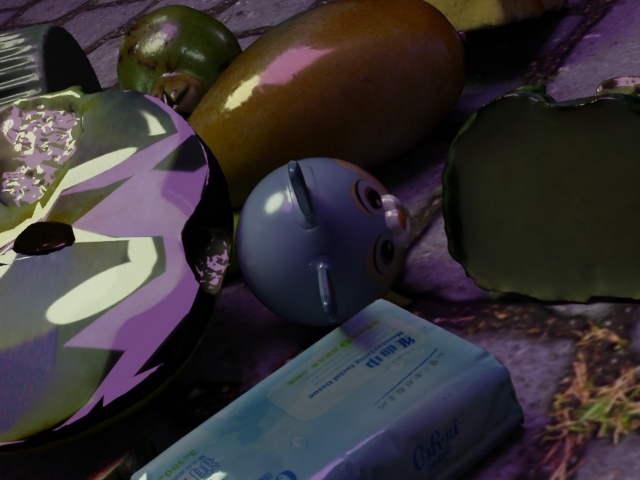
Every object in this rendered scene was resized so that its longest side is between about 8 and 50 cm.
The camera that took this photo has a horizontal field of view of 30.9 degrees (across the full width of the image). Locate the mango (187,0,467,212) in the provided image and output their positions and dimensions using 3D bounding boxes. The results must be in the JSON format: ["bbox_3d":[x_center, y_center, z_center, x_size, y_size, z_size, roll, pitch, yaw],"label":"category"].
[{"bbox_3d":[-0.005,-0.156,1.327,0.384,0.199,0.221,-30,19,-4],"label":"mango"}]

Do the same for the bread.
[{"bbox_3d":[0.152,-0.350,1.505,0.236,0.198,0.263,-14,8,34],"label":"bread"}]

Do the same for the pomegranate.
[{"bbox_3d":[-0.228,-0.252,1.719,0.189,0.159,0.241,-2,39,37],"label":"pomegranate"}]

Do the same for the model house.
[{"bbox_3d":[0.232,-0.072,1.016,0.214,0.195,0.189,0,28,34],"label":"model house"}]

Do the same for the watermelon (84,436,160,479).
[{"bbox_3d":[-0.207,0.237,0.945,0.119,0.063,0.245,-13,27,48],"label":"watermelon"}]

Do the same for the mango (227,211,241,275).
[{"bbox_3d":[-0.096,0.000,1.278,0.108,0.056,0.073,-21,28,-23],"label":"mango"}]

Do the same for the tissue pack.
[{"bbox_3d":[0.002,0.158,0.878,0.263,0.089,0.177,-35,30,-20],"label":"tissue pack"}]

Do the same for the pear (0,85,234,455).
[{"bbox_3d":[-0.255,0.049,1.122,0.398,0.165,0.399,-7,55,10],"label":"pear"}]

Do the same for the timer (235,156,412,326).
[{"bbox_3d":[0.016,-0.004,1.036,0.175,0.175,0.255,-34,5,-20],"label":"timer"}]

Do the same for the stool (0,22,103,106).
[{"bbox_3d":[-0.469,-0.130,1.555,0.330,0.297,0.297,-16,28,8],"label":"stool"}]
